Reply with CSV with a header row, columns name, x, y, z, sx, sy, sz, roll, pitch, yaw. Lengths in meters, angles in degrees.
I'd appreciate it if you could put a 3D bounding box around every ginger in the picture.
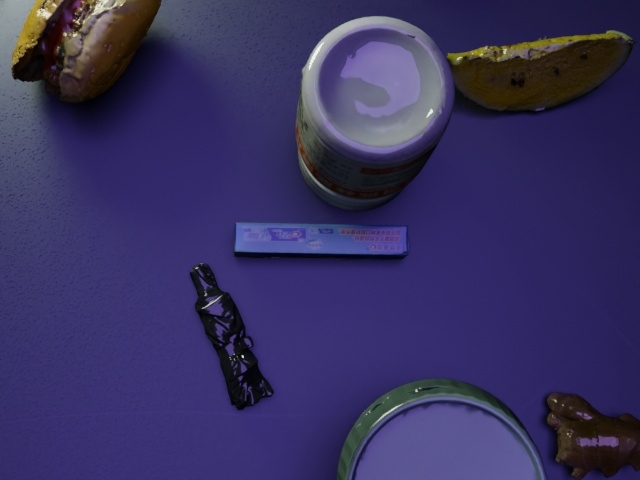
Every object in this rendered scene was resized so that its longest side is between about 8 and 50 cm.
name,x,y,z,sx,sy,sz,roll,pitch,yaw
ginger,0.439,0.312,1.850,0.206,0.081,0.115,18,49,8

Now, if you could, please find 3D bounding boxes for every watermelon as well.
name,x,y,z,sx,sy,sz,roll,pitch,yaw
watermelon,0.345,-0.279,1.913,0.301,0.129,0.123,-9,79,1

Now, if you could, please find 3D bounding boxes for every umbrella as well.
name,x,y,z,sx,sy,sz,roll,pitch,yaw
umbrella,-0.148,0.146,1.855,0.066,0.059,0.235,-22,84,-24

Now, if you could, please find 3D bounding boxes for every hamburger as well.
name,x,y,z,sx,sy,sz,roll,pitch,yaw
hamburger,-0.359,-0.317,1.830,0.163,0.244,0.244,28,80,-11

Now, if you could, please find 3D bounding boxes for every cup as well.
name,x,y,z,sx,sy,sz,roll,pitch,yaw
cup,0.142,0.380,1.675,0.310,0.392,0.401,36,86,9

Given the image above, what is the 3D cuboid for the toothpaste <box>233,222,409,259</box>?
name,x,y,z,sx,sy,sz,roll,pitch,yaw
toothpaste,0.000,0.000,1.881,0.272,0.066,0.053,1,80,-3

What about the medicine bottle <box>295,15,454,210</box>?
name,x,y,z,sx,sy,sz,roll,pitch,yaw
medicine bottle,0.068,-0.171,1.758,0.211,0.371,0.211,1,80,-3
